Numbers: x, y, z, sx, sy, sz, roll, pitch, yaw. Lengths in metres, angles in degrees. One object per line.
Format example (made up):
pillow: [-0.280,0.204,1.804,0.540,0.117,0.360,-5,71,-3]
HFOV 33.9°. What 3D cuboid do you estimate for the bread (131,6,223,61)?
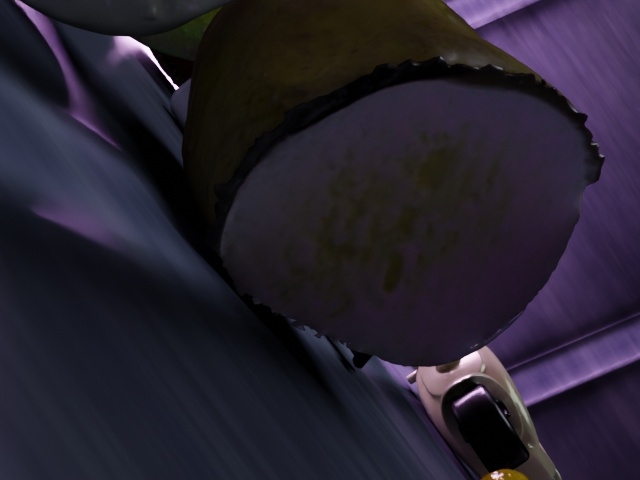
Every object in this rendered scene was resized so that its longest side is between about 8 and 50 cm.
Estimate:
bread: [-0.124,-0.334,1.166,0.301,0.301,0.045,53,-22,12]

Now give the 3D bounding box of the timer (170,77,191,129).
timer: [0.003,-0.091,1.024,0.195,0.192,0.194,54,3,28]

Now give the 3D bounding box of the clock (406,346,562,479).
clock: [0.227,0.255,1.382,0.379,0.120,0.276,57,2,-42]

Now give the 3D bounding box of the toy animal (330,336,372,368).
toy animal: [-0.003,-0.002,0.887,0.210,0.121,0.117,46,-16,-7]

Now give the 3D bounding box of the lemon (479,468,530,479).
lemon: [0.161,0.230,0.907,0.062,0.062,0.083,52,0,-1]

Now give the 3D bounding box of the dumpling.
dumpling: [-0.121,-0.183,0.642,0.134,0.169,0.099,-117,-168,-55]

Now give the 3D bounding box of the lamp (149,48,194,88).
lamp: [-0.090,-0.296,1.329,0.303,0.257,0.303,41,29,-29]

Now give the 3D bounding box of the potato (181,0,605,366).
potato: [0.008,-0.074,0.677,0.229,0.229,0.266,51,6,-38]
